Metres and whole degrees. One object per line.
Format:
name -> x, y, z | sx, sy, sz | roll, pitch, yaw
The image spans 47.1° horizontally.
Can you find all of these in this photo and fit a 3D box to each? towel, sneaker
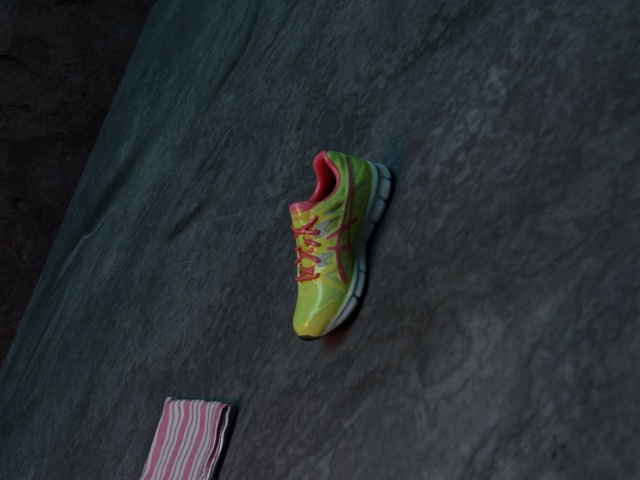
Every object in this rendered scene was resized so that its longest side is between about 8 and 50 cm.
towel -> -0.176, 0.263, 0.901 | 0.197, 0.029, 0.144 | -14, 53, 56
sneaker -> 0.000, 0.000, 0.760 | 0.081, 0.094, 0.208 | -12, 57, 55
